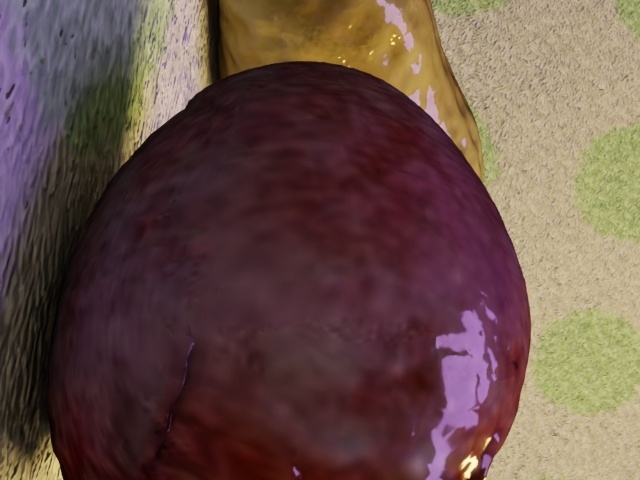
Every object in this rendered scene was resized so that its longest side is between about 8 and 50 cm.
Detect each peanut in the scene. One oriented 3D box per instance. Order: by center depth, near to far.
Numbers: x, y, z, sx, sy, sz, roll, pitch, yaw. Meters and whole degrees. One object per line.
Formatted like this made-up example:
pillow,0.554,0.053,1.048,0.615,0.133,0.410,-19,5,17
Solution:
peanut,0.022,-0.090,0.716,0.318,0.148,0.147,58,33,-46

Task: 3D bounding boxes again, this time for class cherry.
cherry,-0.012,0.025,0.434,0.192,0.175,0.249,110,-9,-55
